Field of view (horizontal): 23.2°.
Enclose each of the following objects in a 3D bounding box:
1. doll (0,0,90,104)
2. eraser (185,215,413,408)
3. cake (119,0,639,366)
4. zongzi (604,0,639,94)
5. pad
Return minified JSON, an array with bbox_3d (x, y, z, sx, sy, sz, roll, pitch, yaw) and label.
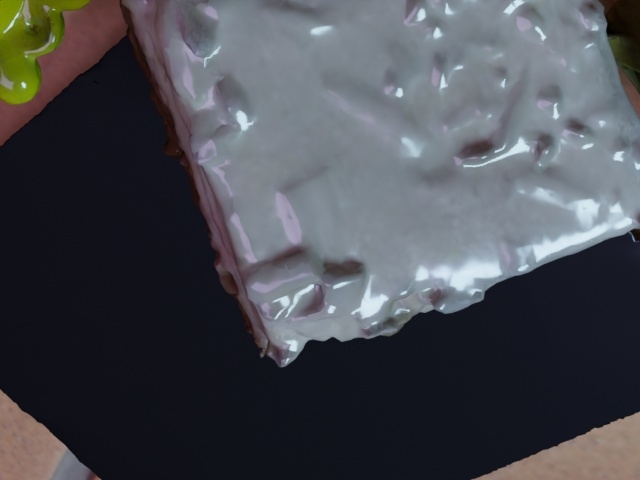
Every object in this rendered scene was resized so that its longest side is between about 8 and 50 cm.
[{"bbox_3d":[-0.194,-0.143,0.602,0.241,0.135,0.099,34,165,3],"label":"doll"},{"bbox_3d":[0.000,0.000,0.660,0.104,0.023,0.150,25,136,11],"label":"eraser"},{"bbox_3d":[0.019,-0.042,0.473,0.135,0.147,0.134,-21,104,-3],"label":"cake"},{"bbox_3d":[0.184,0.000,0.448,0.194,0.099,0.197,59,168,-26],"label":"zongzi"},{"bbox_3d":[-0.033,0.028,0.683,0.247,0.007,0.367,46,135,-11],"label":"pad"}]
